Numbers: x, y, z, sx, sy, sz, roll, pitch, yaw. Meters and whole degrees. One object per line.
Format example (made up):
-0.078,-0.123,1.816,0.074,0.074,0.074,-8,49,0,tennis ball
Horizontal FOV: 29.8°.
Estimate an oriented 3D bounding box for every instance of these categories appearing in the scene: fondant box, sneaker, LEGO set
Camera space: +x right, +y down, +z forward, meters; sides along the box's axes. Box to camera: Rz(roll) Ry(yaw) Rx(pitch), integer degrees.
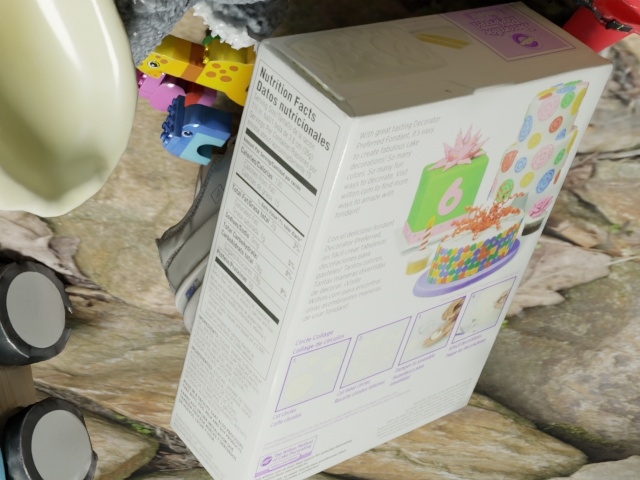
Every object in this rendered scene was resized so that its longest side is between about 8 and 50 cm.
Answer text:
0.042,0.010,0.843,0.238,0.096,0.330,-16,138,-38,fondant box
-0.027,-0.059,0.891,0.281,0.115,0.105,-46,148,9,sneaker
-0.092,-0.129,0.848,0.093,0.087,0.227,16,147,-22,LEGO set

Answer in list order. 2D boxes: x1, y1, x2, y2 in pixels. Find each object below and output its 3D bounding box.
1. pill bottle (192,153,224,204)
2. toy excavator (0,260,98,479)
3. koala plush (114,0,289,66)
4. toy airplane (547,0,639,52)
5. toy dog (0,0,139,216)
0.000,0.000,1.033,0.221,0.121,0.121,9,150,-10,pill bottle
-0.462,0.097,1.113,0.222,0.433,0.445,-16,173,31,toy excavator
-0.079,-0.182,0.672,0.221,0.203,0.196,-8,138,-42,koala plush
0.226,-0.148,0.841,0.151,0.028,0.151,2,150,1,toy airplane
-0.343,-0.158,0.511,0.408,0.284,0.395,26,145,34,toy dog
